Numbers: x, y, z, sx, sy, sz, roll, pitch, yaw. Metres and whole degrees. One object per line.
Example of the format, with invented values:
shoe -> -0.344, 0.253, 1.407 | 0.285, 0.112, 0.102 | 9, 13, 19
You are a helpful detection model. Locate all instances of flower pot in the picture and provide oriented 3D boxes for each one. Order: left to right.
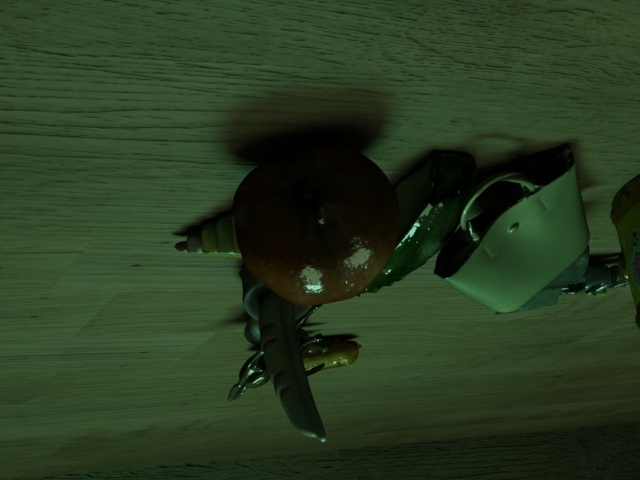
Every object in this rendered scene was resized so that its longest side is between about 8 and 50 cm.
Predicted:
flower pot -> 0.343, 0.037, 1.921 | 0.108, 0.103, 0.229 | -7, 161, -10

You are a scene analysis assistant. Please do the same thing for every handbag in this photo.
handbag -> 0.267, -0.011, 1.643 | 0.241, 0.109, 0.315 | -43, 159, 2

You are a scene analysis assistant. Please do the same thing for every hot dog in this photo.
hot dog -> -0.025, 0.230, 2.390 | 0.235, 0.062, 0.092 | -8, 179, -23

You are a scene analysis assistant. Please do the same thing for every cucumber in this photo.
cucumber -> 0.127, -0.016, 1.654 | 0.145, 0.105, 0.325 | -1, 157, -24

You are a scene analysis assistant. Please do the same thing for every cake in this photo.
cake -> -0.087, 0.006, 1.624 | 0.225, 0.090, 0.109 | -24, 161, 39

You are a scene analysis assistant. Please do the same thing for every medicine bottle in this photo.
medicine bottle -> -0.104, 0.151, 2.115 | 0.052, 0.052, 0.089 | -4, 161, -19

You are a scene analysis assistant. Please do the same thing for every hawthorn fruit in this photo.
hawthorn fruit -> 0.000, 0.000, 1.454 | 0.199, 0.199, 0.251 | -10, 150, 2

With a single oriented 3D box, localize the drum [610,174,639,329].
drum -> 0.661, -0.002, 1.794 | 0.431, 0.214, 0.431 | -10, 162, -3

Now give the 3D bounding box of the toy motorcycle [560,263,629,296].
toy motorcycle -> 0.474, 0.070, 2.159 | 0.193, 0.061, 0.124 | -3, 170, 7

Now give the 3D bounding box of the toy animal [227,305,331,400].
toy animal -> -0.067, 0.202, 2.185 | 0.243, 0.087, 0.260 | -21, 163, -31

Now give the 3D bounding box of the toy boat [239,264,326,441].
toy boat -> -0.056, 0.156, 1.865 | 0.111, 0.294, 0.276 | -9, 178, -2
